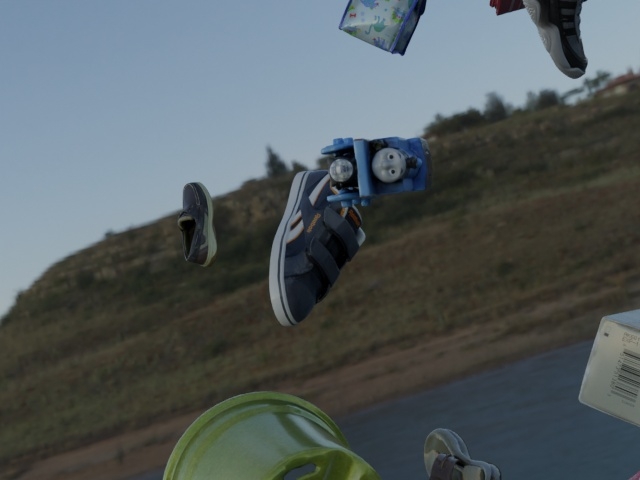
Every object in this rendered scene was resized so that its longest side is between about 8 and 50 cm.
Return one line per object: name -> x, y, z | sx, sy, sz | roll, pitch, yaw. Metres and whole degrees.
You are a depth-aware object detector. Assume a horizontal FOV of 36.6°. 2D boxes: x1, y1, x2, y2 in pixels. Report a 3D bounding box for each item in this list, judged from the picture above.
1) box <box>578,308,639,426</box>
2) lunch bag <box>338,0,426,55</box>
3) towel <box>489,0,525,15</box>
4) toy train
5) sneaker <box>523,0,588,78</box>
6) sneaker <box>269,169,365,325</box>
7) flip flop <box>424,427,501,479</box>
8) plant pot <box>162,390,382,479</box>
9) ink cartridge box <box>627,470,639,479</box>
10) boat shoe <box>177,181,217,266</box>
box -> 0.544, 0.193, 1.550 | 0.121, 0.148, 0.311 | 21, 15, 35
lunch bag -> 0.127, -0.450, 1.858 | 0.128, 0.151, 0.096 | 27, 18, 16
towel -> 0.453, -0.494, 1.792 | 0.274, 0.031, 0.199 | -14, -7, 5
toy train -> 0.067, -0.083, 1.100 | 0.105, 0.080, 0.184 | -8, 1, 15
sneaker -> 0.430, -0.404, 1.629 | 0.153, 0.269, 0.101 | -24, 30, 21
sneaker -> 0.000, 0.000, 1.671 | 0.127, 0.321, 0.126 | -5, -38, 21
flip flop -> 0.172, 0.323, 1.289 | 0.080, 0.112, 0.277 | 9, 9, -11
plant pot -> -0.037, 0.329, 1.174 | 0.276, 0.276, 0.254 | -15, -1, -20
ink cartridge box -> 0.590, 0.470, 1.623 | 0.128, 0.127, 0.176 | -52, -1, 34
boat shoe -> -0.197, -0.030, 1.505 | 0.049, 0.152, 0.056 | 11, -41, -37
